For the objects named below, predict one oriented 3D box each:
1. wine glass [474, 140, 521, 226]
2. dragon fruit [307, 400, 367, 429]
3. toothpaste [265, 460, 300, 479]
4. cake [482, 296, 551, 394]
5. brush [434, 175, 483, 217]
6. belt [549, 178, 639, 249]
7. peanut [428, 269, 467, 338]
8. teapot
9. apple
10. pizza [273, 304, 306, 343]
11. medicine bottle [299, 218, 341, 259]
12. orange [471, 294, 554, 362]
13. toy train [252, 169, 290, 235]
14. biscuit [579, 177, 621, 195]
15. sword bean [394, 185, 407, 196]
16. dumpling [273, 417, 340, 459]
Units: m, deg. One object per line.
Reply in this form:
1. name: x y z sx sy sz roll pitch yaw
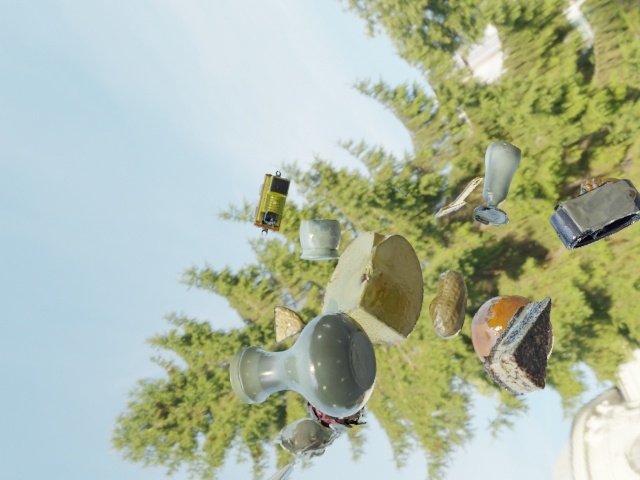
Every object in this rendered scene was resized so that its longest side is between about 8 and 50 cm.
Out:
1. wine glass: 0.341 -0.109 1.236 0.072 0.072 0.155 34 -118 -33
2. dragon fruit: 0.050 0.523 2.076 0.182 0.188 0.182 176 90 -88
3. toothpaste: -0.176 0.657 1.580 0.066 0.323 0.100 46 172 20
4. cake: 0.516 0.267 1.575 0.135 0.112 0.246 53 -128 -5
5. brush: 0.461 -0.144 2.085 0.103 0.272 0.013 -21 -106 -19
6. belt: 0.726 -0.076 1.684 0.139 0.230 0.126 54 -168 -62
7. peanut: 0.376 0.183 1.881 0.095 0.108 0.226 59 -140 -47
8. teapot: -0.033 0.231 1.152 0.183 0.250 0.184 35 -133 -51
9. apple: 0.166 0.138 2.000 0.252 0.314 0.309 80 -156 -51
10. pizza: -0.105 0.250 1.856 0.123 0.109 0.026 31 -177 30
11. medicine bottle: 0.000 0.000 2.257 0.147 0.147 0.143 3 -94 -52
12. orange: 0.664 0.330 2.229 0.284 0.284 0.226 57 -145 -3
13. toy train: -0.152 -0.124 2.038 0.089 0.127 0.219 16 -100 -15
14. biscuit: 0.925 -0.140 2.084 0.170 0.170 0.050 40 -129 -27
15. sword bean: 0.251 -0.153 1.999 0.012 0.012 0.083 37 -174 -30
16. dumpling: -0.033 0.549 1.741 0.127 0.188 0.108 -126 37 -76
